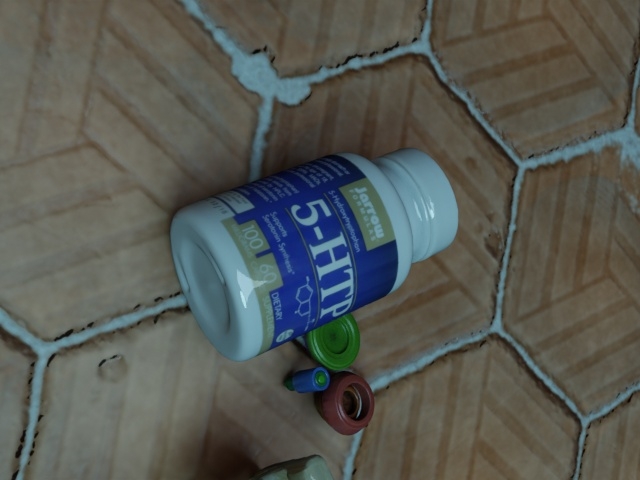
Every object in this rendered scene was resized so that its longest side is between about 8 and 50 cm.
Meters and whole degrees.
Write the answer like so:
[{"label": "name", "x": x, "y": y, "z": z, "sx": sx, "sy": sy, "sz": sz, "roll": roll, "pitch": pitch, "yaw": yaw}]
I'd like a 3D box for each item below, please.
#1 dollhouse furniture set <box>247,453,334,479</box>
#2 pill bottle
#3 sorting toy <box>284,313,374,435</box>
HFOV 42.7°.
[{"label": "dollhouse furniture set", "x": -0.113, "y": 0.393, "z": 0.515, "sx": 0.362, "sy": 0.256, "sz": 0.394, "roll": -22, "pitch": 81, "yaw": -27}, {"label": "pill bottle", "x": 0.000, "y": 0.000, "z": 0.580, "sx": 0.187, "sy": 0.112, "sz": 0.112, "roll": -23, "pitch": 102, "yaw": -26}, {"label": "sorting toy", "x": 0.003, "y": 0.102, "z": 0.631, "sx": 0.061, "sy": 0.042, "sz": 0.102, "roll": -12, "pitch": 86, "yaw": -43}]
